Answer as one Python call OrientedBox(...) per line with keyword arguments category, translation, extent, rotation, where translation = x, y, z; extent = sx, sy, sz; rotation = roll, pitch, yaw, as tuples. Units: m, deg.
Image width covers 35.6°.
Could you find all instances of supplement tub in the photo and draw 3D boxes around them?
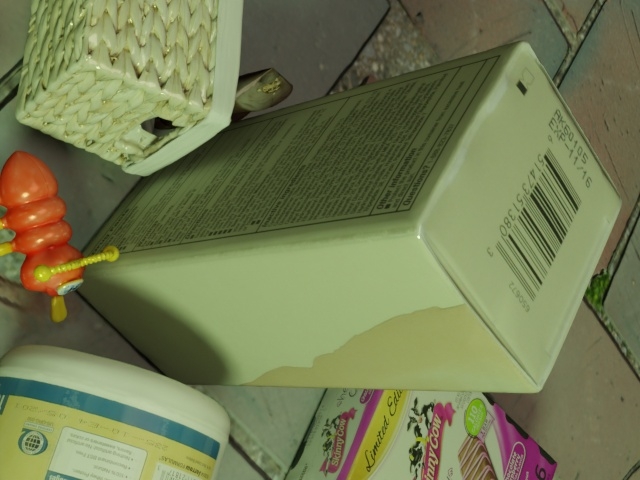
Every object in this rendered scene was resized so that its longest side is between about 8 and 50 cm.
OrientedBox(category="supplement tub", translation=(-0.144, 0.173, 0.564), extent=(0.144, 0.144, 0.200), rotation=(31, 65, -36))

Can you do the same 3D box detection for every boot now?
OrientedBox(category="boot", translation=(-0.051, -0.103, 0.702), extent=(0.106, 0.114, 0.037), rotation=(-25, 102, -42))

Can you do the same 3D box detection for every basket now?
OrientedBox(category="basket", translation=(-0.121, -0.143, 0.635), extent=(0.103, 0.113, 0.167), rotation=(18, 64, -34))

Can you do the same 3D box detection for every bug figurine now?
OrientedBox(category="bug figurine", translation=(-0.235, -0.028, 0.515), extent=(0.279, 0.072, 0.216), rotation=(-29, 100, -55))

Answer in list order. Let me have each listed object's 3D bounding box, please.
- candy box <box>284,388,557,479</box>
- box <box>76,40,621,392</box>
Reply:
OrientedBox(category="candy box", translation=(0.092, 0.197, 0.830), extent=(0.233, 0.071, 0.159), rotation=(43, 59, -30))
OrientedBox(category="box", translation=(0.000, 0.000, 0.603), extent=(0.121, 0.311, 0.148), rotation=(50, 56, -27))
